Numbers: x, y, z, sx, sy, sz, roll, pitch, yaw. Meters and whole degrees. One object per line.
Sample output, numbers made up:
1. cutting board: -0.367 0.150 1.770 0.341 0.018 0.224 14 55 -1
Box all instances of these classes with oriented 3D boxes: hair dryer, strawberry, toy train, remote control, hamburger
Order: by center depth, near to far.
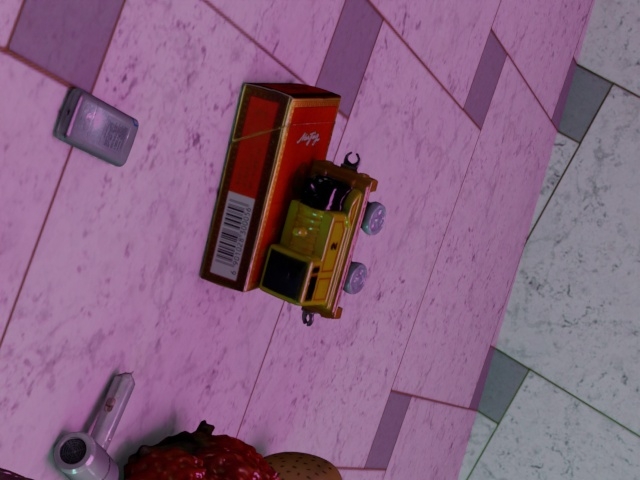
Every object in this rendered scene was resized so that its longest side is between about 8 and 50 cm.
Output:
1. remote control: -0.209 -0.105 1.309 0.053 0.018 0.124 -70 159 -2
2. hair dryer: -0.231 0.197 1.473 0.082 0.047 0.137 69 38 -58
3. strawberry: -0.126 0.361 1.599 0.261 0.258 0.261 -38 138 -43
4. toy train: 0.000 0.000 1.640 0.127 0.089 0.219 -2 111 -58
5. hamburger: -0.041 0.367 1.930 0.175 0.175 0.136 -29 123 -61

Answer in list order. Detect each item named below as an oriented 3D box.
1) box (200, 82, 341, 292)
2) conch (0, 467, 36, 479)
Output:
1. box: -0.058 -0.067 1.655 0.153 0.074 0.239 -10 117 -63
2. conch: -0.329 0.224 1.187 0.080 0.086 0.233 -33 167 13
